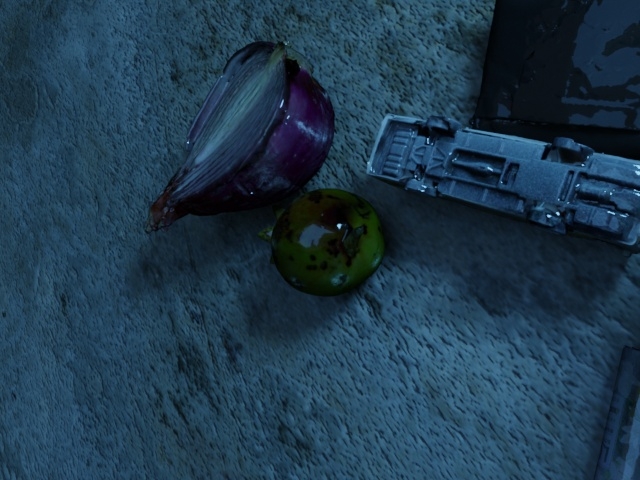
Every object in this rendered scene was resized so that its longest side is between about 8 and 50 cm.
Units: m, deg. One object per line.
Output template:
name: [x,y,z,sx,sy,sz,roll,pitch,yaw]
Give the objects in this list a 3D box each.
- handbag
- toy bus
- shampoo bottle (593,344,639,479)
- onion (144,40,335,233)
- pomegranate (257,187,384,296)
handbag: [0.306,-0.212,0.743,0.246,0.080,0.223,14,96,35]
toy bus: [0.217,-0.070,0.747,0.342,0.138,0.097,20,91,36]
shampoo bottle: [0.325,0.220,0.651,0.072,0.072,0.214,12,85,34]
onion: [-0.108,-0.123,0.954,0.349,0.159,0.267,-47,34,19]
pomegranate: [-0.008,-0.010,0.874,0.220,0.156,0.156,34,98,44]
